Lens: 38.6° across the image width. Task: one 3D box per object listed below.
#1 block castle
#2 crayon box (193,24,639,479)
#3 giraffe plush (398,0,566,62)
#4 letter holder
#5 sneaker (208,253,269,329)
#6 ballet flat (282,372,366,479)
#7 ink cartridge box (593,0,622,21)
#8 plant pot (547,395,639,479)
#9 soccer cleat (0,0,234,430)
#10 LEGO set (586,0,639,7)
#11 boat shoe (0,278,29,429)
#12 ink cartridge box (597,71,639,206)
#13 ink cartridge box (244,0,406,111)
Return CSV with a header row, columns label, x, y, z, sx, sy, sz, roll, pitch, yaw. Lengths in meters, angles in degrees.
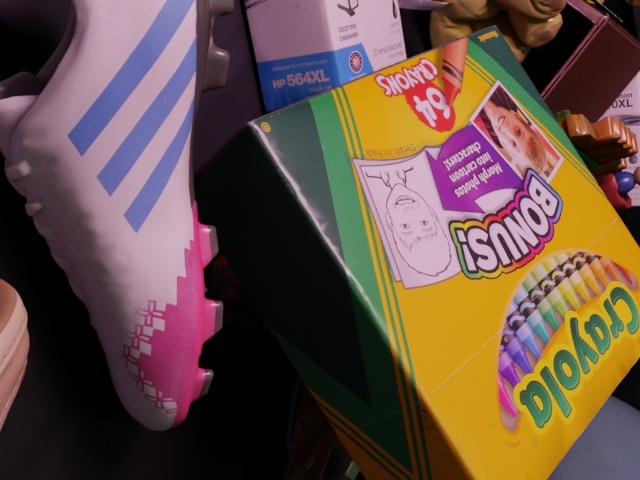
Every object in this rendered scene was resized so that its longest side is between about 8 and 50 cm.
label,x,y,z,sx,sy,sz,roll,pitch,yaw
block castle,0.312,0.001,1.149,0.453,0.213,0.303,13,62,-57
crayon box,0.115,0.010,0.747,0.363,0.106,0.313,-31,87,-47
giraffe plush,0.188,-0.331,1.109,0.210,0.181,0.170,15,61,-23
letter holder,0.328,-0.249,1.328,0.214,0.152,0.302,-55,156,20
sneaker,0.000,0.000,0.804,0.276,0.098,0.135,-6,78,-50
ballet flat,0.018,0.216,0.792,0.116,0.124,0.342,60,40,-40
ink cartridge box,0.327,-0.389,1.239,0.171,0.056,0.235,33,17,-18
plant pot,0.331,0.304,1.226,0.290,0.290,0.195,32,26,-55
soccer cleat,-0.139,-0.033,0.574,0.143,0.116,0.331,-3,108,-21
LEGO set,0.489,-0.566,1.503,0.192,0.255,0.331,80,29,-74
boat shoe,-0.232,0.164,0.387,0.341,0.122,0.110,-58,142,-29
ink cartridge box,0.459,-0.175,1.517,0.100,0.172,0.237,-11,98,-59
ink cartridge box,0.001,-0.232,0.822,0.148,0.086,0.203,-34,118,-55
